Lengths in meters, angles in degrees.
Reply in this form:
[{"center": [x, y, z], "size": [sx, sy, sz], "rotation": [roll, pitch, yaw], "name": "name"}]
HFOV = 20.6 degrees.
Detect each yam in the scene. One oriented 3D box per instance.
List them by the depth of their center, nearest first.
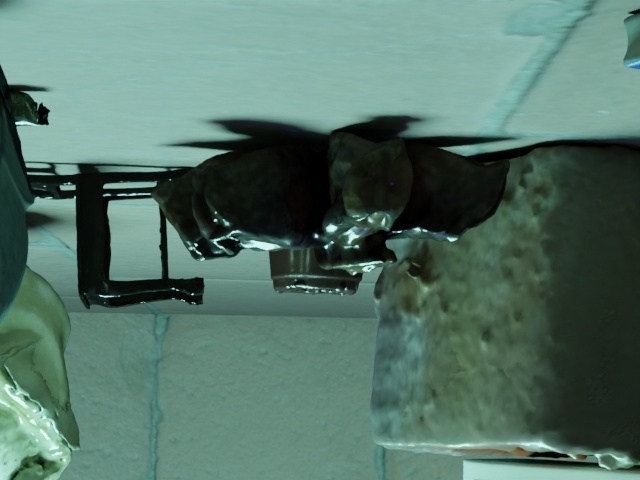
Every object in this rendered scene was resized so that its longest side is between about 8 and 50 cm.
[{"center": [-0.230, -0.081, 1.066], "size": [0.129, 0.033, 0.027], "rotation": [-3, 147, 0], "name": "yam"}]

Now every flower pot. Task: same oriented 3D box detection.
[{"center": [0.000, 0.000, 1.457], "size": [0.111, 0.089, 0.111], "rotation": [1, 174, 0], "name": "flower pot"}]

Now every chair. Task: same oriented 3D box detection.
[{"center": [-0.209, -0.005, 1.401], "size": [0.229, 0.113, 0.106], "rotation": [-2, 172, -4], "name": "chair"}]

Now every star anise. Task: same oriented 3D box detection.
[{"center": [0.005, -0.023, 1.225], "size": [0.214, 0.099, 0.220], "rotation": [-6, 179, -35], "name": "star anise"}]

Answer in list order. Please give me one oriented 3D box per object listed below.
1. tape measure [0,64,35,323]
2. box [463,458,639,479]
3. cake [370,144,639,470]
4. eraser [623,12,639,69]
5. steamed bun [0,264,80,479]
[{"center": [-0.261, -0.002, 0.817], "size": [0.256, 0.147, 0.275], "rotation": [-4, -145, 24], "name": "tape measure"}, {"center": [0.221, 0.241, 1.362], "size": [0.079, 0.135, 0.269], "rotation": [3, 174, -35], "name": "box"}, {"center": [0.217, 0.057, 1.347], "size": [0.309, 0.230, 0.237], "rotation": [4, 176, -34], "name": "cake"}, {"center": [0.191, -0.096, 0.818], "size": [0.063, 0.027, 0.084], "rotation": [6, 173, -26], "name": "eraser"}, {"center": [-0.387, 0.090, 1.720], "size": [0.394, 0.237, 0.346], "rotation": [30, 151, 5], "name": "steamed bun"}]
